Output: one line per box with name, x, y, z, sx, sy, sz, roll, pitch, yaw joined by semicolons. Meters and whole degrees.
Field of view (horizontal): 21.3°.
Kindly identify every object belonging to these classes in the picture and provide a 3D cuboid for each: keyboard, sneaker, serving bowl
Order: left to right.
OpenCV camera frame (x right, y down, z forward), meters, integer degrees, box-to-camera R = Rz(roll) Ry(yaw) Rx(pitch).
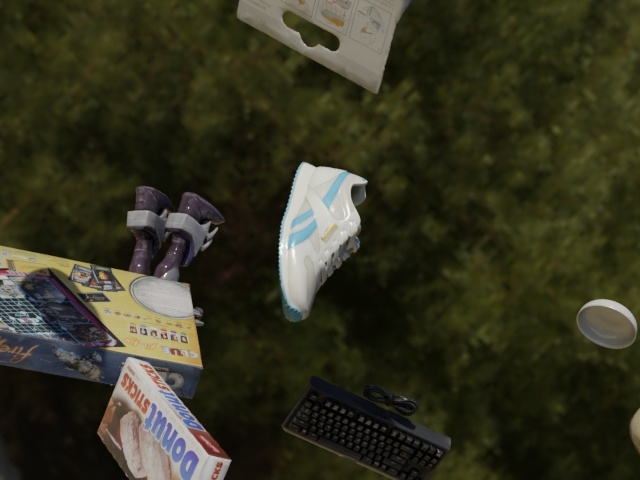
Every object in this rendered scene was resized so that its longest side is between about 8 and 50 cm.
sneaker;0.000;0.000;2.085;0.092;0.229;0.087;8;-36;7
keyboard;0.058;0.210;1.901;0.180;0.108;0.023;25;25;-14
serving bowl;0.386;0.107;2.272;0.083;0.027;0.083;18;-40;16

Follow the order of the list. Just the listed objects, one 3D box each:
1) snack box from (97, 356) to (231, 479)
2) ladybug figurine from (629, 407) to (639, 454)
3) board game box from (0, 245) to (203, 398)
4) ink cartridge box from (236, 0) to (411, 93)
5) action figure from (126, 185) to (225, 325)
snack box;-0.112;0.144;1.190;0.022;0.064;0.178;19;9;-29
ladybug figurine;0.538;0.269;1.768;0.449;0.162;0.305;33;6;24
board game box;-0.249;0.080;1.755;0.243;0.042;0.165;12;28;-16
ink cartridge box;0.022;-0.286;1.621;0.189;0.066;0.232;32;-49;26
action figure;-0.230;0.068;2.294;0.185;0.285;0.099;5;-27;28
